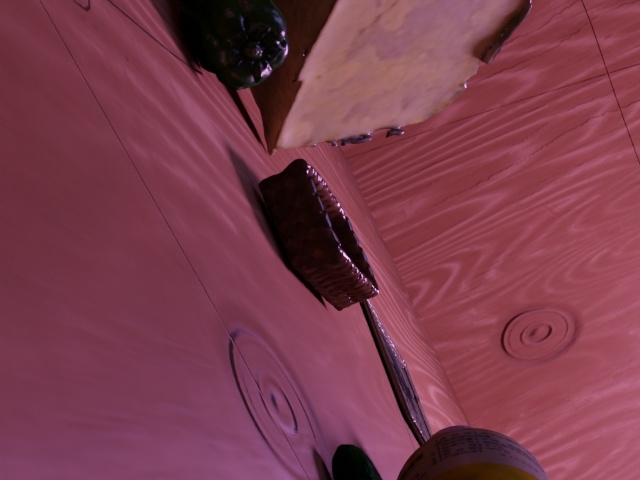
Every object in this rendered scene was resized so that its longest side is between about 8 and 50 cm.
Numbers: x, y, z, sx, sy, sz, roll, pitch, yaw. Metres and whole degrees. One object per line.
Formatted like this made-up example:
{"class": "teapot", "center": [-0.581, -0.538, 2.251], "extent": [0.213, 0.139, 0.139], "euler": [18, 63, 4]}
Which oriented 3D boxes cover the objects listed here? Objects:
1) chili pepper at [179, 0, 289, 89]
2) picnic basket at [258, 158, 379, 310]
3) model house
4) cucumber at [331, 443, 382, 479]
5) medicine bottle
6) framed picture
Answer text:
{"class": "chili pepper", "center": [-0.088, -0.209, 1.150], "extent": [0.099, 0.083, 0.253], "euler": [64, 0, -23]}
{"class": "picnic basket", "center": [0.000, 0.000, 1.134], "extent": [0.193, 0.055, 0.110], "euler": [52, 14, -70]}
{"class": "model house", "center": [0.036, -0.289, 1.302], "extent": [0.266, 0.261, 0.321], "euler": [61, -33, 23]}
{"class": "cucumber", "center": [0.042, 0.191, 0.725], "extent": [0.184, 0.036, 0.033], "euler": [-112, -178, -46]}
{"class": "medicine bottle", "center": [0.112, 0.198, 0.925], "extent": [0.121, 0.122, 0.212], "euler": [64, 4, -6]}
{"class": "framed picture", "center": [0.108, 0.189, 1.570], "extent": [0.173, 0.010, 0.231], "euler": [60, 7, -41]}
